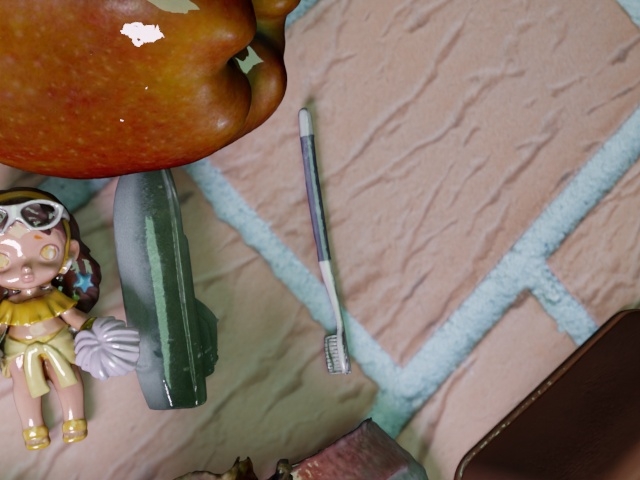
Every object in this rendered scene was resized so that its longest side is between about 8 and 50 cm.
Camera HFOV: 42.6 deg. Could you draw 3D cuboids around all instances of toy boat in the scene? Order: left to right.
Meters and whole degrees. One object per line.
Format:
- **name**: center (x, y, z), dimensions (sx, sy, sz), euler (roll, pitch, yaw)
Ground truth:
- **toy boat**: center (-0.150, 0.033, 0.798), dimensions (0.085, 0.078, 0.260), euler (-6, 85, -42)
- **toy boat**: center (0.066, 0.325, 0.787), dimensions (0.206, 0.096, 0.282), euler (-18, 72, -41)

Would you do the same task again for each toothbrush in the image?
- **toothbrush**: center (0.000, 0.000, 0.874), dimensions (0.026, 0.024, 0.288), euler (-8, 86, -4)

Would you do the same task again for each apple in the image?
- **apple**: center (-0.181, -0.194, 0.693), dimensions (0.317, 0.288, 0.288), euler (8, 79, 13)

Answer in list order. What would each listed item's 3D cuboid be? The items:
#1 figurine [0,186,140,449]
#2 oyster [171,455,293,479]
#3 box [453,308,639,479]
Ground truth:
- **figurine**: center (-0.257, 0.071, 0.738), dimensions (0.175, 0.116, 0.240), euler (-10, 92, -16)
- **oyster**: center (-0.140, 0.328, 0.661), dimensions (0.221, 0.096, 0.361), euler (12, 110, -42)
- **box**: center (0.356, 0.245, 0.842), dimensions (0.339, 0.229, 0.239), euler (-38, 95, -17)
